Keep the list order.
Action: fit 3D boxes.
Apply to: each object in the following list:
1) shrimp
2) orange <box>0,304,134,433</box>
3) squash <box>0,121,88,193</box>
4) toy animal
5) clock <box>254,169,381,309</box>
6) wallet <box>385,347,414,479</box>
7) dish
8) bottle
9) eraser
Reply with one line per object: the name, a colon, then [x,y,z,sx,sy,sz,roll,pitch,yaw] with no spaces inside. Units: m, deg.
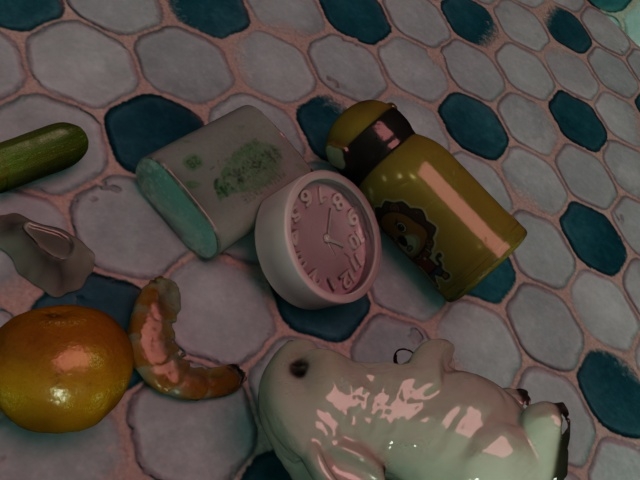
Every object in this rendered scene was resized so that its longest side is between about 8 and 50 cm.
shrimp: [-0.166,0.127,1.061,0.166,0.049,0.161,19,52,-23]
orange: [-0.286,0.144,0.907,0.159,0.159,0.136,-11,106,-38]
squash: [-0.398,-0.098,1.057,0.229,0.066,0.066,-31,78,-43]
toy animal: [0.098,0.241,0.984,0.358,0.194,0.257,9,76,-8]
clock: [0.000,0.000,1.198,0.197,0.068,0.196,14,69,-42]
wallet: [0.131,0.331,1.089,0.275,0.068,0.335,-27,73,-42]
dish: [-0.348,0.005,1.034,0.137,0.039,0.091,36,46,-8]
bottle: [0.153,-0.078,1.339,0.351,0.171,0.171,46,46,7]
eraser: [-0.135,-0.092,1.216,0.174,0.081,0.227,48,45,3]
